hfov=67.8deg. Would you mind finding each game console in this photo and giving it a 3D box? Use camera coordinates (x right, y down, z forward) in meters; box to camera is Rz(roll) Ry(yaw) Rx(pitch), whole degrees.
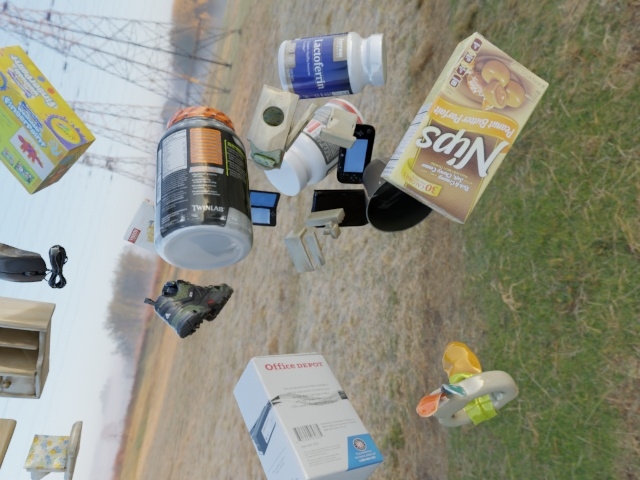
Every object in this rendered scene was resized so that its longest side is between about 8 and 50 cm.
[{"bbox_3d":[-0.236,-0.127,1.897,0.085,0.143,0.124,144,127,-66],"label":"game console"},{"bbox_3d":[0.086,-0.201,1.531,0.044,0.212,0.362,-116,27,-53],"label":"game console"}]

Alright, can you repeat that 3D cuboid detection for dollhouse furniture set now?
[{"bbox_3d":[0.000,0.000,1.451,0.151,0.143,0.123,-55,-49,-49],"label":"dollhouse furniture set"},{"bbox_3d":[-0.635,0.332,0.878,0.394,0.361,0.257,-103,30,-50],"label":"dollhouse furniture set"},{"bbox_3d":[-0.035,-0.156,0.810,0.182,0.160,0.101,132,154,-80],"label":"dollhouse furniture set"}]

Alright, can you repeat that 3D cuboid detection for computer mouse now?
[{"bbox_3d":[-0.954,0.079,1.504,0.072,0.271,0.189,-97,24,-52],"label":"computer mouse"}]

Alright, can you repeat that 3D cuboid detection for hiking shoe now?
[{"bbox_3d":[-0.257,0.111,0.965,0.086,0.114,0.227,-54,-4,10],"label":"hiking shoe"}]

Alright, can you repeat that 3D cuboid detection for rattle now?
[{"bbox_3d":[0.190,0.192,0.698,0.130,0.199,0.143,-37,48,41],"label":"rattle"}]

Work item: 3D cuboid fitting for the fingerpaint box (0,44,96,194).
[{"bbox_3d":[-1.180,-0.471,1.906,0.371,0.445,0.163,-30,14,34],"label":"fingerpaint box"}]

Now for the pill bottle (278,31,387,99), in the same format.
[{"bbox_3d":[0.036,-0.453,1.234,0.153,0.264,0.153,-2,-90,-76],"label":"pill bottle"}]

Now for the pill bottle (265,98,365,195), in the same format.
[{"bbox_3d":[-0.019,-0.329,1.682,0.363,0.210,0.210,-43,-3,-29],"label":"pill bottle"}]

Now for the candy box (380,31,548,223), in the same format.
[{"bbox_3d":[0.282,-0.216,0.951,0.317,0.182,0.087,-60,9,4],"label":"candy box"}]

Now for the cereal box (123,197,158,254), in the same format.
[{"bbox_3d":[-0.586,-0.031,1.783,0.173,0.240,0.047,-58,24,13],"label":"cereal box"}]

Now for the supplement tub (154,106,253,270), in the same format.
[{"bbox_3d":[-0.263,-0.121,1.070,0.207,0.206,0.338,123,145,-53],"label":"supplement tub"}]

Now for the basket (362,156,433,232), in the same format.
[{"bbox_3d":[0.201,-0.144,1.321,0.204,0.154,0.227,-30,24,7],"label":"basket"}]

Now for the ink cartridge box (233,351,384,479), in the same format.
[{"bbox_3d":[-0.048,0.540,1.407,0.166,0.285,0.395,-60,44,25],"label":"ink cartridge box"}]
